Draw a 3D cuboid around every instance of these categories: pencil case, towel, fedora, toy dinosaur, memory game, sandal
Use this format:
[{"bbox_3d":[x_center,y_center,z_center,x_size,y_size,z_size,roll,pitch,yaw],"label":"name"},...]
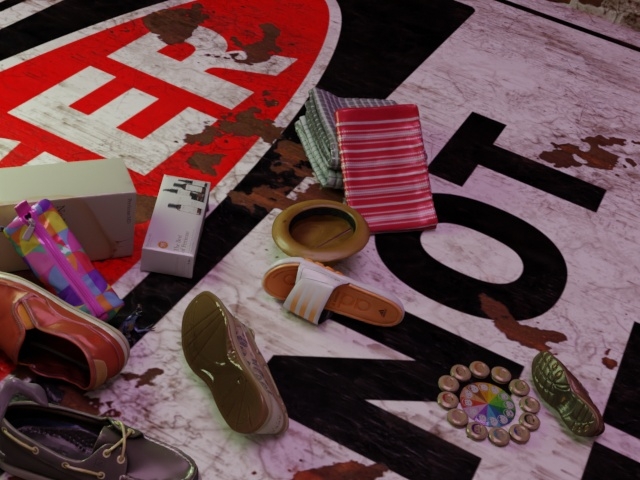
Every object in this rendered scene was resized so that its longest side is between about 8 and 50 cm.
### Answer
[{"bbox_3d":[-0.426,0.043,1.504,0.236,0.104,0.104,53,44,-5],"label":"pencil case"},{"bbox_3d":[0.138,-0.152,1.909,0.198,0.031,0.275,-5,79,-19],"label":"towel"},{"bbox_3d":[0.091,-0.230,2.048,0.235,0.121,0.284,-1,40,-18],"label":"towel"},{"bbox_3d":[0.000,0.000,1.771,0.194,0.079,0.194,3,42,-3],"label":"fedora"},{"bbox_3d":[-0.327,0.138,1.545,0.090,0.047,0.082,-6,22,-7],"label":"toy dinosaur"},{"bbox_3d":[0.288,0.276,1.559,0.186,0.012,0.186,7,39,-6],"label":"memory game"},{"bbox_3d":[0.020,0.107,1.624,0.265,0.102,0.076,16,36,2],"label":"sandal"}]

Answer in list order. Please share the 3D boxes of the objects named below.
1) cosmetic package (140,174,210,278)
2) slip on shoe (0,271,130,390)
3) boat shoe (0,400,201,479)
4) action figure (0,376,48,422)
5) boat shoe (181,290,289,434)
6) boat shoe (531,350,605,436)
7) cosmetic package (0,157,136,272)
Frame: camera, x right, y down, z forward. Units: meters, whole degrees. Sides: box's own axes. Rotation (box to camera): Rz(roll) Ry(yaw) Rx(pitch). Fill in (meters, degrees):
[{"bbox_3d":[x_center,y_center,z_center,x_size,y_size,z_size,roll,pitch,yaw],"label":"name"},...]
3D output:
[{"bbox_3d":[-0.276,-0.032,1.751,0.098,0.060,0.239,8,38,-4],"label":"cosmetic package"},{"bbox_3d":[-0.466,0.140,1.437,0.331,0.123,0.101,23,29,6],"label":"slip on shoe"},{"bbox_3d":[-0.317,0.303,1.298,0.305,0.091,0.109,13,38,1],"label":"boat shoe"},{"bbox_3d":[-0.530,0.259,1.186,0.330,0.178,0.341,-20,40,11],"label":"action figure"},{"bbox_3d":[-0.143,0.202,1.481,0.089,0.104,0.285,29,24,-48],"label":"boat shoe"},{"bbox_3d":[0.427,0.268,1.576,0.060,0.064,0.178,22,27,-42],"label":"boat shoe"},{"bbox_3d":[-0.495,-0.043,1.629,0.309,0.160,0.113,-8,43,-22],"label":"cosmetic package"}]
